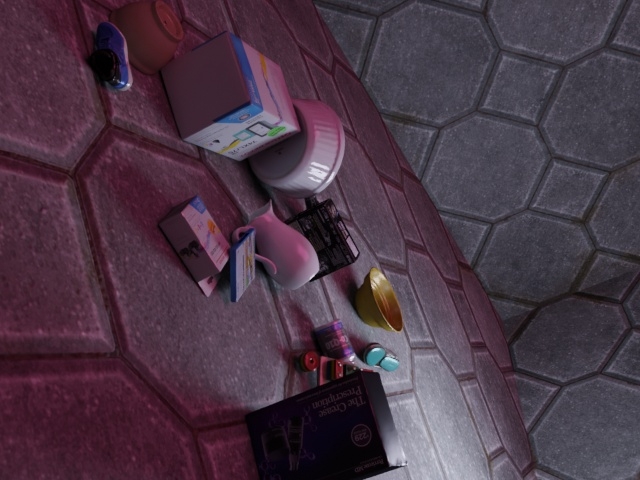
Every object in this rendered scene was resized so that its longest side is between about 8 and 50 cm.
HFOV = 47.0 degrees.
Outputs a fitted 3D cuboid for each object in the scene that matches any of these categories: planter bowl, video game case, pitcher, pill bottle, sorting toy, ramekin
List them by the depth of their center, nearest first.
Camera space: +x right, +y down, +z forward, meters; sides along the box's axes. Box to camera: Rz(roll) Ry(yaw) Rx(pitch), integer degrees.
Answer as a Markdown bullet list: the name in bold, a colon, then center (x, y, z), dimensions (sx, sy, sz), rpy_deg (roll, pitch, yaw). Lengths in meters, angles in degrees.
- **video game case**: center (-0.169, 0.051, 1.605), dimensions (0.166, 0.015, 0.119), rpy_deg (-61, 153, -72)
- **planter bowl**: center (-0.378, -0.469, 1.652), dimensions (0.162, 0.109, 0.162), rpy_deg (51, 24, -34)
- **pitcher**: center (-0.110, 0.027, 1.760), dimensions (0.207, 0.125, 0.178), rpy_deg (52, 42, -6)
- **sorting toy**: center (0.060, 0.354, 1.774), dimensions (0.274, 0.046, 0.132), rpy_deg (22, 61, -40)
- **pill bottle**: center (0.042, 0.277, 1.880), dimensions (0.137, 0.078, 0.078), rpy_deg (67, 20, 8)
- **ramekin**: center (-0.078, -0.253, 1.956), dimensions (0.127, 0.273, 0.273), rpy_deg (8, 58, -53)
- **planter bowl**: center (0.167, 0.199, 2.275), dimensions (0.217, 0.090, 0.217), rpy_deg (51, 23, -32)

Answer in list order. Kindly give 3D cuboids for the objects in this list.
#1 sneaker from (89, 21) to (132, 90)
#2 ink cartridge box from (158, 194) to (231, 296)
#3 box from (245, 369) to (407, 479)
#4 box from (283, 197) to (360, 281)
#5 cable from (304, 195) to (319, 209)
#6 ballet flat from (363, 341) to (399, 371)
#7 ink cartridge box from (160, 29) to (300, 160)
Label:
- **sneaker**: center (-0.432, -0.383, 1.487), dimensions (0.084, 0.058, 0.152), rpy_deg (17, 57, -76)
- **ink cartridge box**: center (-0.241, 0.011, 1.498), dimensions (0.181, 0.061, 0.104), rpy_deg (60, 20, -17)
- **box**: center (0.008, 0.377, 1.397), dimensions (0.103, 0.261, 0.184), rpy_deg (24, 44, -62)
- **box**: center (0.000, 0.000, 2.002), dimensions (0.180, 0.147, 0.077), rpy_deg (61, 20, -9)
- **cable**: center (-0.039, -0.098, 2.092), dimensions (0.287, 0.072, 0.139), rpy_deg (65, 30, -30)
- **ballet flat**: center (0.165, 0.336, 2.168), dimensions (0.068, 0.072, 0.213), rpy_deg (45, 4, 36)
- **ink cartridge box**: center (-0.211, -0.341, 1.789), dimensions (0.270, 0.198, 0.197), rpy_deg (12, 57, -66)
